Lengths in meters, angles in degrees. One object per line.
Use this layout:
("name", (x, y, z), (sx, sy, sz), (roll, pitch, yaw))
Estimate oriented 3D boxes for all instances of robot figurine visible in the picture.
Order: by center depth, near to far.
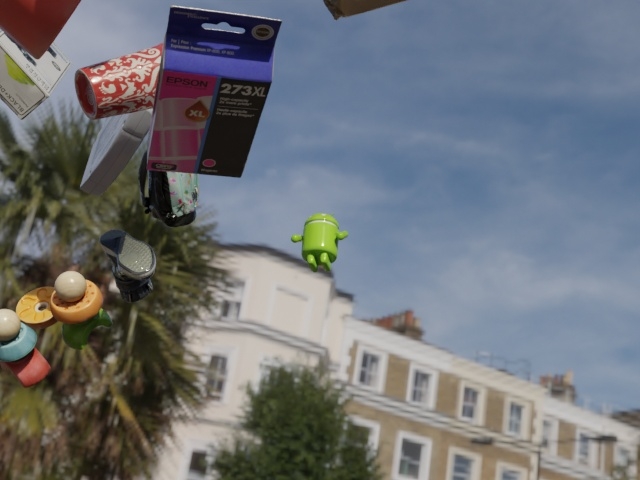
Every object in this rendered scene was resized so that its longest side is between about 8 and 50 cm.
("robot figurine", (0.000, 0.000, 1.775), (0.101, 0.115, 0.067), (-5, -31, 16))

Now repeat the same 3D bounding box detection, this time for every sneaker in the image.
("sneaker", (-0.417, 0.081, 2.196), (0.226, 0.086, 0.163), (33, -36, 52))

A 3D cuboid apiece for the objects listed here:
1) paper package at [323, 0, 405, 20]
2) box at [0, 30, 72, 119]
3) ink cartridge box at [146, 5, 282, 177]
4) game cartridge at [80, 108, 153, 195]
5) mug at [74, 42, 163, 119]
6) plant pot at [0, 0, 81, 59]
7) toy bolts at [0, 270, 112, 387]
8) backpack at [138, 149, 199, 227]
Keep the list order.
("paper package", (0.134, -0.467, 1.155), (0.325, 0.168, 0.309), (-17, -48, -8))
("box", (-0.667, -0.397, 2.162), (0.087, 0.290, 0.169), (-35, -69, 12))
("ink cartridge box", (-0.185, -0.234, 1.603), (0.176, 0.069, 0.371), (4, -33, -14))
("game cartridge", (-0.421, -0.232, 2.052), (0.062, 0.198, 0.297), (22, -44, -25))
("mug", (-0.341, -0.264, 1.718), (0.169, 0.113, 0.150), (-21, -40, -31))
("plant pot", (-0.530, -0.500, 1.698), (0.243, 0.275, 0.275), (32, -30, -21))
("toy bolts", (-0.558, 0.142, 1.871), (0.218, 0.228, 0.158), (24, -38, 30))
("backpack", (-0.345, -0.136, 2.225), (0.115, 0.182, 0.152), (-17, 25, -36))
